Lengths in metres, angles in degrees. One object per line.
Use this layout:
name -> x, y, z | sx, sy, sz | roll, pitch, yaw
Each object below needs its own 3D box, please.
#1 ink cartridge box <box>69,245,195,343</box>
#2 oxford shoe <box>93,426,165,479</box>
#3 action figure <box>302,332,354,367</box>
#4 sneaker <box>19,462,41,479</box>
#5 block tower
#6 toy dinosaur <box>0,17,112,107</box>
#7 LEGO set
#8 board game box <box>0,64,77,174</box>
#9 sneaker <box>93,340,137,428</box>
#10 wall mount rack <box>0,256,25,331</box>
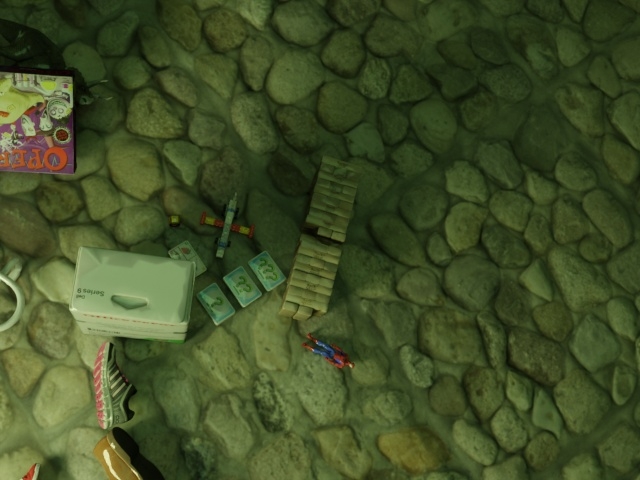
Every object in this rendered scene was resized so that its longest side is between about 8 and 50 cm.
ink cartridge box -> -0.345, 0.109, 1.733 | 0.211, 0.289, 0.122 | 8, 75, -9
oxford shoe -> -0.354, 0.461, 1.771 | 0.076, 0.076, 0.212 | -40, 85, 11
action figure -> 0.020, 0.232, 1.909 | 0.115, 0.030, 0.038 | 29, 68, -4
sneaker -> -0.573, 0.466, 1.732 | 0.067, 0.042, 0.119 | 23, 75, -8
block tower -> 0.000, 0.000, 1.929 | 0.090, 0.097, 0.336 | 16, 76, -6
toy dinosaur -> -0.590, -0.360, 1.912 | 0.160, 0.121, 0.313 | -36, 80, -28
LEGO set -> -0.205, 0.023, 1.904 | 0.182, 0.060, 0.244 | -33, 84, -20
board game box -> -0.659, -0.241, 1.822 | 0.346, 0.056, 0.208 | 2, 119, -7
sneaker -> -0.397, 0.280, 1.803 | 0.074, 0.063, 0.171 | 3, 65, -28
wall mount rack -> -0.745, 0.105, 1.752 | 0.350, 0.130, 0.304 | 34, 69, -1
